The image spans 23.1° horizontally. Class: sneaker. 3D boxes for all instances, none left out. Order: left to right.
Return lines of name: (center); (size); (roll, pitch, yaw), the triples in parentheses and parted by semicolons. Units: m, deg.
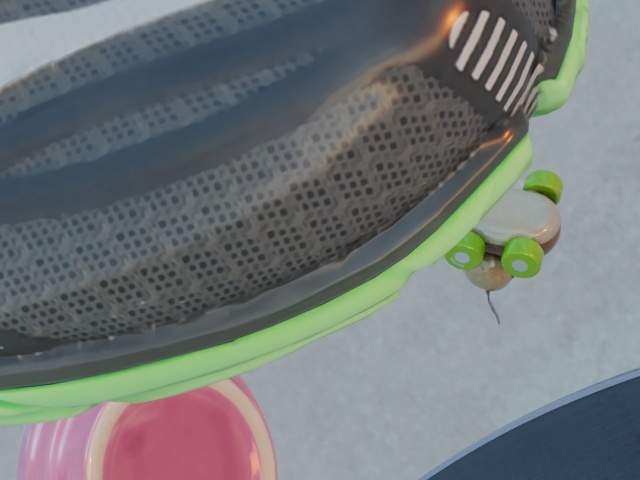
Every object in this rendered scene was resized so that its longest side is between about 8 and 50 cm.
sneaker: (-0.175, -0.105, 0.355); (0.202, 0.483, 0.185); (95, -164, -61)

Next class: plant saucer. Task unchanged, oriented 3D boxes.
plant saucer: (-0.171, 0.262, 1.726); (0.084, 0.332, 0.332); (-13, 47, 51)

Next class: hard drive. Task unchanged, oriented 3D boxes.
hard drive: (0.159, 0.173, 0.928); (0.255, 0.054, 0.172); (-30, 59, 22)

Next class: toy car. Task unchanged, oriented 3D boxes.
toy car: (0.244, 0.020, 2.065); (0.149, 0.188, 0.155); (8, 48, 16)
